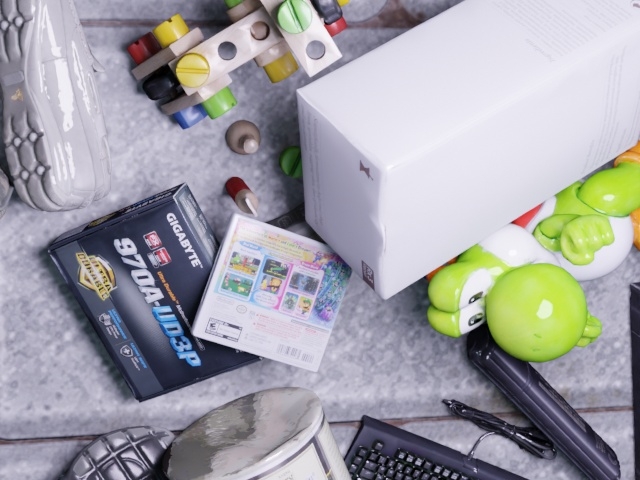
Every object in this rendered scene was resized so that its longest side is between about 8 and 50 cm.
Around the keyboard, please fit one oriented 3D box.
[{"bbox_3d":[0.187,0.303,1.570,0.317,0.033,0.201,23,98,-17],"label":"keyboard"}]

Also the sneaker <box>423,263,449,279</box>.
[{"bbox_3d":[0.225,0.056,1.489,0.228,0.087,0.092,34,90,-20],"label":"sneaker"}]

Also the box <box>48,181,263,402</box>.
[{"bbox_3d":[-0.184,0.063,1.393,0.175,0.051,0.220,-20,108,19],"label":"box"}]

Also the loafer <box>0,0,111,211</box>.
[{"bbox_3d":[-0.296,-0.191,1.322,0.111,0.112,0.319,-16,101,-52],"label":"loafer"}]

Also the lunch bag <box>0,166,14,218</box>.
[{"bbox_3d":[-0.512,-0.047,1.247,0.305,0.212,0.256,40,92,-17],"label":"lunch bag"}]

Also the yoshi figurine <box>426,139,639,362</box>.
[{"bbox_3d":[0.293,0.032,1.377,0.362,0.203,0.203,-27,96,-26],"label":"yoshi figurine"}]

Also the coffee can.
[{"bbox_3d":[-0.044,0.343,1.443,0.201,0.201,0.275,-23,106,-5],"label":"coffee can"}]

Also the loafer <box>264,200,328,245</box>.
[{"bbox_3d":[0.000,0.000,1.433,0.251,0.094,0.087,-25,113,5],"label":"loafer"}]

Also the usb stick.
[{"bbox_3d":[0.286,0.212,1.544,0.045,0.077,0.278,-40,108,18],"label":"usb stick"}]

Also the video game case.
[{"bbox_3d":[-0.051,0.060,1.358,0.157,0.019,0.143,19,90,-22],"label":"video game case"}]

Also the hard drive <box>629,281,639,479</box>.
[{"bbox_3d":[0.530,0.205,1.597,0.237,0.064,0.339,-9,104,-9],"label":"hard drive"}]

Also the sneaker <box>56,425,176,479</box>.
[{"bbox_3d":[-0.287,0.311,1.448,0.267,0.106,0.101,-32,86,-22],"label":"sneaker"}]

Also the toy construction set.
[{"bbox_3d":[-0.075,-0.178,1.291,0.257,0.237,0.309,-8,105,-9],"label":"toy construction set"}]

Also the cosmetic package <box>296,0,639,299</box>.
[{"bbox_3d":[0.172,-0.130,1.301,0.385,0.156,0.217,-28,145,-21],"label":"cosmetic package"}]
